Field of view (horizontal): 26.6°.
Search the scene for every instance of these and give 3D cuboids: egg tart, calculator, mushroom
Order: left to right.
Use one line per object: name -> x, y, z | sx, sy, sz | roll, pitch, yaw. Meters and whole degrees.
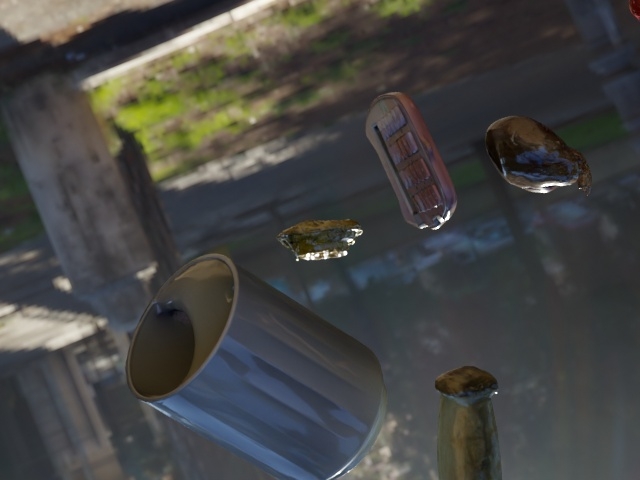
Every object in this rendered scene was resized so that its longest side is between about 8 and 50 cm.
egg tart -> 0.000, 0.000, 1.986 | 0.130, 0.052, 0.130 | -7, 173, -1
calculator -> 0.141, -0.122, 2.071 | 0.048, 0.220, 0.330 | -23, 180, -6
mushroom -> 0.208, 0.332, 1.910 | 0.100, 0.312, 0.081 | 2, 170, -23
mushroom -> 0.304, -0.108, 1.872 | 0.171, 0.080, 0.135 | 24, 172, -15

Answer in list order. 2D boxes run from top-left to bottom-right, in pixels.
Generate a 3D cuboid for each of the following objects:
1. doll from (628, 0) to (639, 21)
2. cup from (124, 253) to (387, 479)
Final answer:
doll -> 0.467, -0.315, 1.873 | 0.057, 0.169, 0.109 | -47, -144, 4
cup -> -0.111, 0.206, 1.978 | 0.323, 0.236, 0.327 | -18, 138, 43
